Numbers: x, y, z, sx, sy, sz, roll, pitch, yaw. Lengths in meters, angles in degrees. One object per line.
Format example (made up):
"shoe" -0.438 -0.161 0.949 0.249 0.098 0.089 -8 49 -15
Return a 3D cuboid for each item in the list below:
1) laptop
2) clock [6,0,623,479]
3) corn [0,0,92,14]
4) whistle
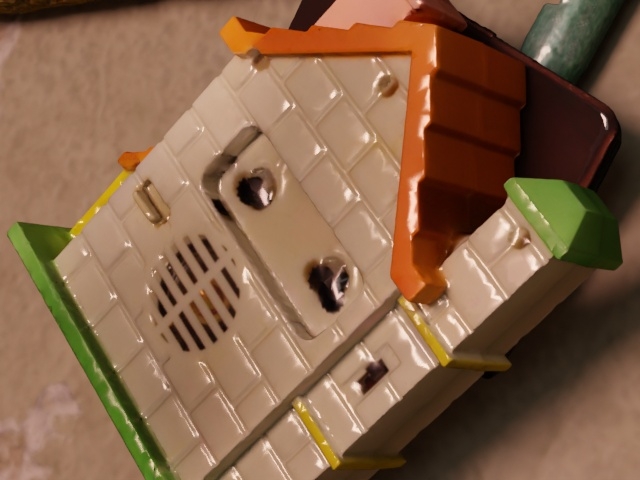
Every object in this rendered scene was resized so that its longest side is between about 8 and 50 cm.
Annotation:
"laptop" 0.048 -0.046 0.805 0.207 0.026 0.154 36 110 33
"clock" 0.000 0.000 0.762 0.255 0.106 0.220 -45 62 21
"corn" -0.116 -0.188 0.928 0.320 0.097 0.097 -4 73 31
"whistle" 0.153 -0.155 0.792 0.039 0.039 0.186 30 91 33
